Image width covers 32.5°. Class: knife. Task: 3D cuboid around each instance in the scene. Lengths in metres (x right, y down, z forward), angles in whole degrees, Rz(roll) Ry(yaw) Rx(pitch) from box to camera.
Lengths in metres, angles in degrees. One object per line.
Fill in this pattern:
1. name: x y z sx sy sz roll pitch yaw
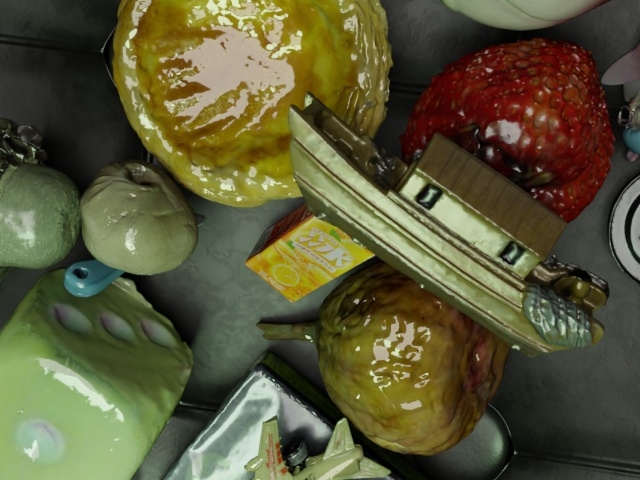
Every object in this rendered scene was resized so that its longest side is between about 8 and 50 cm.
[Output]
1. knife: -0.256 0.008 1.504 0.058 0.244 0.032 30 131 22

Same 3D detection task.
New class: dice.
1. dice: -0.335 0.205 1.488 0.252 0.250 0.254 35 115 -9

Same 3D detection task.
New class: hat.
1. hat: -0.391 -0.032 1.471 0.130 0.257 0.257 12 100 10

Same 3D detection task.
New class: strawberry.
1. strawberry: 0.254 -0.150 1.421 0.238 0.250 0.288 23 67 30

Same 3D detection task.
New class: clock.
1. clock: 0.484 -0.017 1.500 0.184 0.040 0.184 1 98 6

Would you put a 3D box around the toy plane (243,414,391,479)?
1. toy plane: -0.037 0.332 1.454 0.244 0.092 0.229 -32 113 15

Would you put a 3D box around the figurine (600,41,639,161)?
1. figurine: 0.464 -0.222 1.414 0.103 0.205 0.260 4 97 -19

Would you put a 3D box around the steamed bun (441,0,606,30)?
1. steamed bun: 0.276 -0.385 1.351 0.309 0.309 0.309 1 99 6

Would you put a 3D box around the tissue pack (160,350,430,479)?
1. tissue pack: -0.016 0.388 1.574 0.394 0.124 0.288 40 101 -1

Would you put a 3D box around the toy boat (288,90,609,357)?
1. toy boat: 0.147 -0.025 1.281 0.445 0.136 0.162 33 119 1

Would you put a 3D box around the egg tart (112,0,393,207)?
1. egg tart: -0.084 -0.237 1.462 0.388 0.169 0.388 2 102 8

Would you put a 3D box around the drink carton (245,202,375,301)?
1. drink carton: 0.000 0.000 1.464 0.096 0.071 0.223 40 142 -13

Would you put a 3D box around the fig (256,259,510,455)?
1. fig: 0.059 0.129 1.484 0.368 0.286 0.286 8 101 28

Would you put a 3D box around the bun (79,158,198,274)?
1. bun: -0.242 -0.043 1.462 0.173 0.166 0.113 40 132 24
